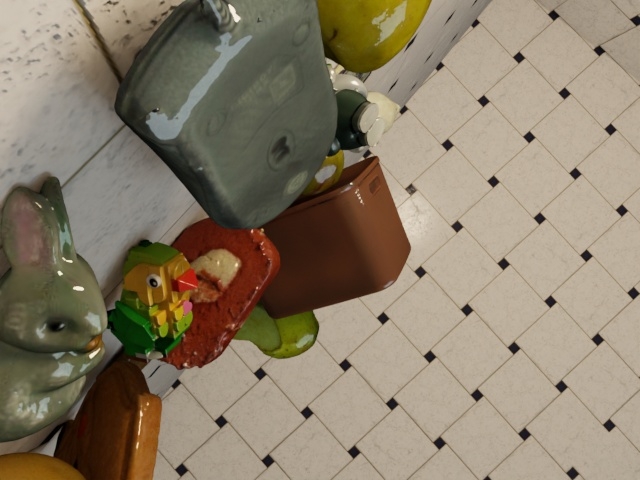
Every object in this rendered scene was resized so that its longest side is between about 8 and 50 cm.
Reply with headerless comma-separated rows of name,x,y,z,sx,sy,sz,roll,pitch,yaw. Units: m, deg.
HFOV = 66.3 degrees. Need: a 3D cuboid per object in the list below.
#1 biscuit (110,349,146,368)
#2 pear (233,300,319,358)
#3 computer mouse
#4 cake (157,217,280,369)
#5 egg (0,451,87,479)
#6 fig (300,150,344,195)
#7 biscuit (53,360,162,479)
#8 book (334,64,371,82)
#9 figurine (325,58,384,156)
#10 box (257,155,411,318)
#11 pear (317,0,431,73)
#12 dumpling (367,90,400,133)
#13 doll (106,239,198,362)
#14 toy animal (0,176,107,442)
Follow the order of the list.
biscuit,-0.412,0.252,1.144,0.262,0.037,0.262,-51,178,-2
pear,-0.121,0.195,1.251,0.238,0.256,0.163,-37,141,-71
computer mouse,-0.080,-0.125,0.471,0.188,0.122,0.371,-50,171,-8
cake,-0.200,0.083,0.854,0.282,0.177,0.151,-56,178,-4
egg,-0.451,0.440,0.692,0.322,0.250,0.250,-40,-174,41
fig,-0.039,-0.131,0.916,0.148,0.142,0.186,-17,143,-34
biscuit,-0.421,0.430,0.911,0.078,0.349,0.455,18,124,-40
book,0.070,-0.350,1.034,0.157,0.026,0.231,-50,178,-5
figurine,0.000,-0.179,0.677,0.147,0.193,0.126,38,77,-51
box,0.000,0.000,1.067,0.340,0.229,0.239,-20,-167,28
pear,0.040,-0.254,0.481,0.162,0.149,0.149,-63,177,7
dumpling,0.109,-0.315,1.279,0.166,0.126,0.215,-30,-163,46
doll,-0.247,0.086,0.706,0.186,0.134,0.106,-60,172,29
toy animal,-0.249,0.070,0.430,0.251,0.126,0.127,-59,-157,29
